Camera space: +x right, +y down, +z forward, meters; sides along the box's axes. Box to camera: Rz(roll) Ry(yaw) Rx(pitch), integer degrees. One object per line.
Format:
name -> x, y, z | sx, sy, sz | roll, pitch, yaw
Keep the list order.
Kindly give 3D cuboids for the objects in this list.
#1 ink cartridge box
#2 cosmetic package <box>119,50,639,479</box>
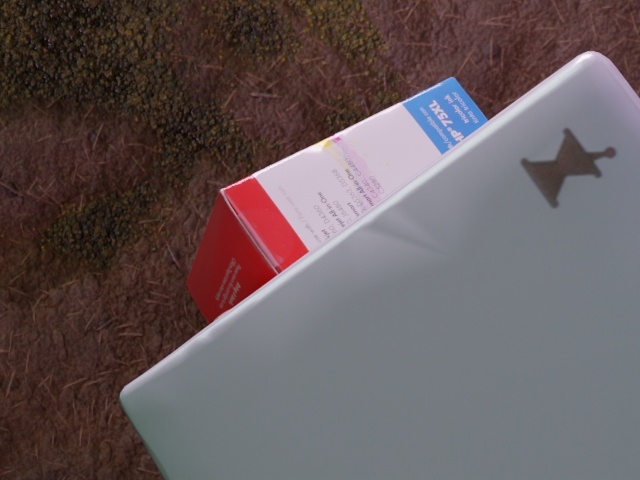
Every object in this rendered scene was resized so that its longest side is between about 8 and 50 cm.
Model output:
ink cartridge box -> 0.000, 0.000, 0.959 | 0.231, 0.078, 0.134 | -27, -18, -27
cosmetic package -> 0.150, 0.145, 0.934 | 0.327, 0.329, 0.394 | -36, -17, 8
